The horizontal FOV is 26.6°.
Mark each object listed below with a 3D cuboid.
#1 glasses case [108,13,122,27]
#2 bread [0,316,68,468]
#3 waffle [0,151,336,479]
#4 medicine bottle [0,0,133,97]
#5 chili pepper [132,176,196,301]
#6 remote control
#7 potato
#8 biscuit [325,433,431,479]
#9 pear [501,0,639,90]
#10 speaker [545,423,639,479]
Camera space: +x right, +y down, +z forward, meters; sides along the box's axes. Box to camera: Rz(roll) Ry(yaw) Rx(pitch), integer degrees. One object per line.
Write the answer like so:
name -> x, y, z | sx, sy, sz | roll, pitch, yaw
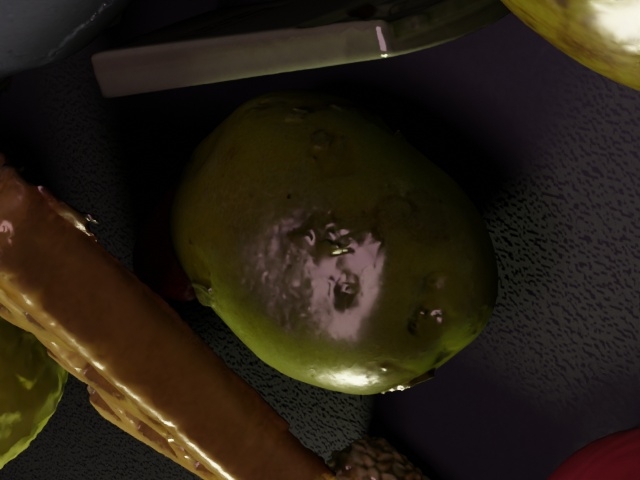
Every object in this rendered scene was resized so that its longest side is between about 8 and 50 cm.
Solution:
glasses case -> -0.220, -0.245, 1.060 | 0.190, 0.042, 0.072 | 42, 129, 21
bread -> -0.413, 0.077, 1.246 | 0.307, 0.348, 0.348 | -1, 112, 35
waffle -> -0.172, 0.061, 1.009 | 0.348, 0.077, 0.304 | 48, 163, -32
medicine bottle -> -0.233, -0.219, 0.903 | 0.290, 0.245, 0.245 | -37, 84, 42
chili pepper -> -0.106, 0.001, 1.061 | 0.073, 0.070, 0.123 | 38, 136, 1
remote control -> -0.018, -0.126, 0.851 | 0.285, 0.123, 0.038 | 1, 112, 44
potato -> 0.000, 0.000, 0.884 | 0.253, 0.148, 0.186 | 13, 124, 41
biscuit -> 0.068, 0.221, 1.007 | 0.168, 0.070, 0.082 | 44, 131, 25
pear -> 0.150, -0.192, 0.511 | 0.283, 0.283, 0.284 | 25, 129, 35
speaker -> 0.220, 0.208, 0.666 | 0.294, 0.294, 0.294 | 25, 129, 35
